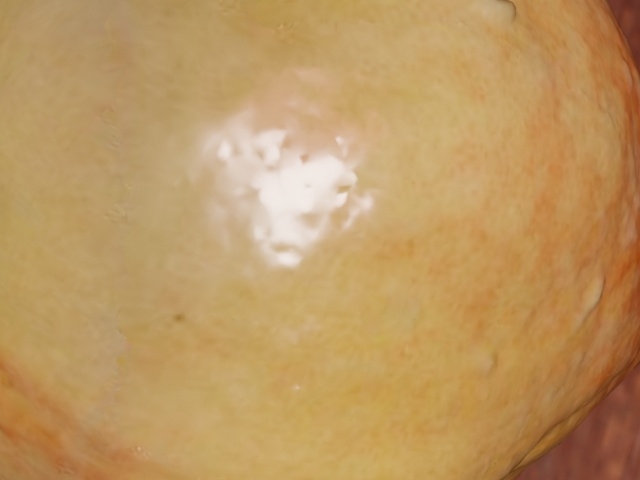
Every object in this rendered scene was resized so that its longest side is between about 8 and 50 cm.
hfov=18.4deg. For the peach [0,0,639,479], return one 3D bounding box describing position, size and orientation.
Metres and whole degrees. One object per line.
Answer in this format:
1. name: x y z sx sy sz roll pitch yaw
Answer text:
1. peach: 0.000 0.000 0.522 0.233 0.232 0.232 2 83 -19
